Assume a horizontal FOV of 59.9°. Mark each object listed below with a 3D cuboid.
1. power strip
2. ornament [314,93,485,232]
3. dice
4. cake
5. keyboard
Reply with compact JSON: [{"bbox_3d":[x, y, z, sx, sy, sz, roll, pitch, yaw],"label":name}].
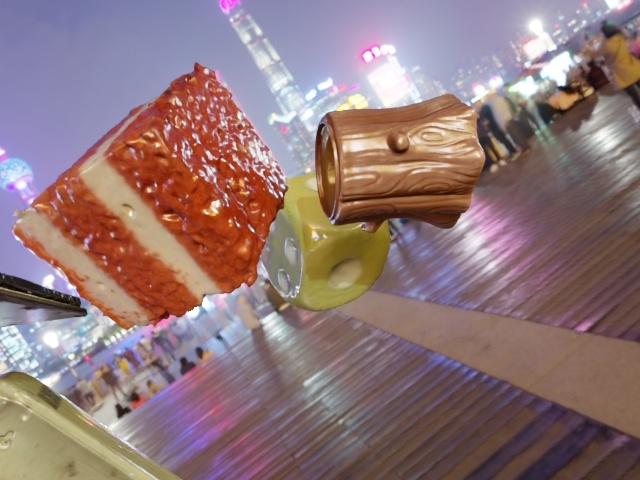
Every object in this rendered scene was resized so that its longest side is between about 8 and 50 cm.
[{"bbox_3d":[-0.225,0.257,0.582,0.092,0.387,0.066,-49,17,-6],"label":"power strip"},{"bbox_3d":[0.111,-0.117,0.892,0.217,0.221,0.235,-6,23,-11],"label":"ornament"},{"bbox_3d":[0.000,0.000,1.261,0.226,0.233,0.238,-14,-46,-29],"label":"dice"},{"bbox_3d":[-0.247,-0.058,0.868,0.319,0.270,0.269,-25,27,24],"label":"cake"},{"bbox_3d":[-0.261,0.050,0.434,0.106,0.027,0.317,-5,-7,-16],"label":"keyboard"}]
